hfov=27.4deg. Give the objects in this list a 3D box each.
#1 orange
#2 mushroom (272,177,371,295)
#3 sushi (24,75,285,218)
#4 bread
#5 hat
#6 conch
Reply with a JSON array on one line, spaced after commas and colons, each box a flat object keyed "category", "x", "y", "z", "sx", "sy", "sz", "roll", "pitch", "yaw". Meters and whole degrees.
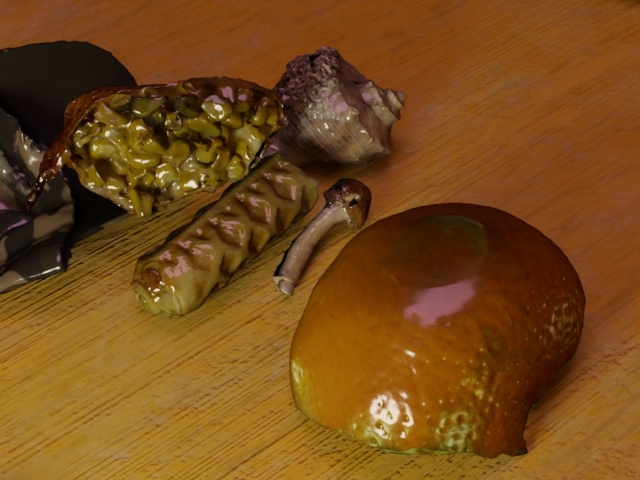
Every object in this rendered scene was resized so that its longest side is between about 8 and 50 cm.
[{"category": "orange", "x": 0.113, "y": 0.078, "z": 1.345, "sx": 0.263, "sy": 0.196, "sz": 0.334, "roll": 14, "pitch": 48, "yaw": 45}, {"category": "mushroom", "x": 0.000, "y": 0.000, "z": 1.551, "sx": 0.060, "sy": 0.061, "sz": 0.187, "roll": 10, "pitch": 51, "yaw": 41}, {"category": "sushi", "x": -0.189, "y": -0.114, "z": 1.523, "sx": 0.296, "sy": 0.166, "sz": 0.179, "roll": 2, "pitch": 23, "yaw": -13}, {"category": "bread", "x": -0.114, "y": -0.003, "z": 1.533, "sx": 0.098, "sy": 0.087, "sz": 0.269, "roll": 33, "pitch": 52, "yaw": 20}, {"category": "hat", "x": -0.372, "y": -0.085, "z": 1.655, "sx": 0.366, "sy": 0.257, "sz": 0.382, "roll": 57, "pitch": 27, "yaw": 15}, {"category": "conch", "x": -0.007, "y": -0.162, "z": 1.713, "sx": 0.245, "sy": 0.162, "sz": 0.178, "roll": -19, "pitch": 3, "yaw": 12}]
